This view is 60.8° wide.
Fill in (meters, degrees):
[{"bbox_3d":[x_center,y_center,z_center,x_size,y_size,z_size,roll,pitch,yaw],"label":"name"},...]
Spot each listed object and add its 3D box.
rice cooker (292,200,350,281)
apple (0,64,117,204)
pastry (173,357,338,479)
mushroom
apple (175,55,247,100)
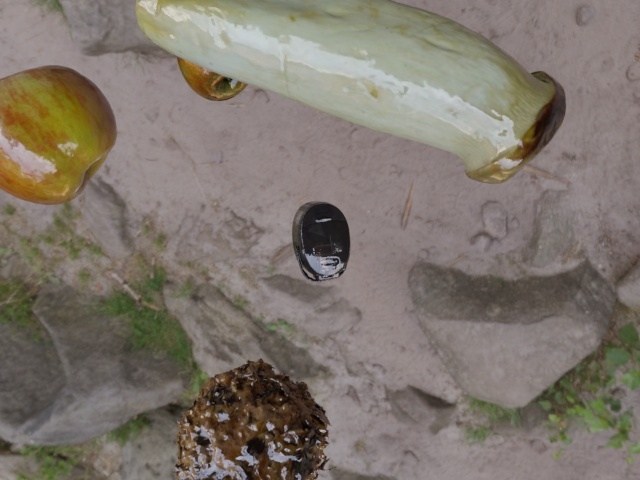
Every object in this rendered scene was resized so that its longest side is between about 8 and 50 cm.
[{"bbox_3d":[0.000,0.000,1.118,0.112,0.106,0.165,-7,108,-16],"label":"rice cooker"},{"bbox_3d":[-0.564,-0.209,1.124,0.302,0.301,0.301,10,118,19],"label":"apple"},{"bbox_3d":[-0.114,0.342,0.923,0.275,0.274,0.193,24,161,11],"label":"pastry"},{"bbox_3d":[0.020,-0.134,0.394,0.313,0.099,0.081,24,146,7],"label":"mushroom"},{"bbox_3d":[-0.153,-0.254,0.769,0.099,0.114,0.101,-38,74,22],"label":"apple"}]
